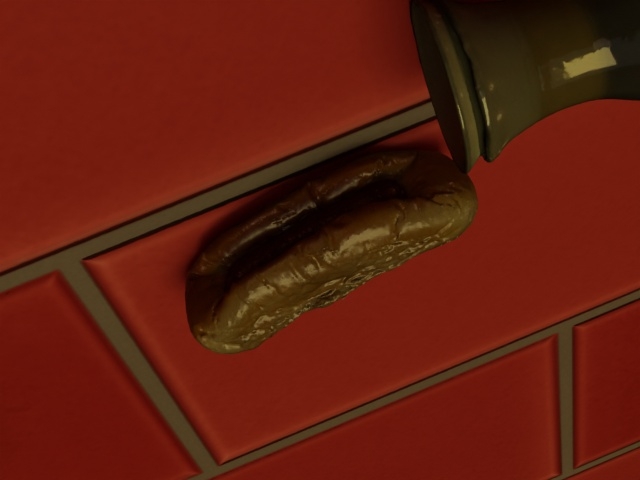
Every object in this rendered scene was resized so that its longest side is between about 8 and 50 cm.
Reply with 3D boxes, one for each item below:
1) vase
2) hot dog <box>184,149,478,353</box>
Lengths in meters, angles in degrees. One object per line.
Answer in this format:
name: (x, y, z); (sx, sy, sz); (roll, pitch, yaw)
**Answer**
vase: (0.226, -0.147, 0.686); (0.321, 0.173, 0.173); (-20, 143, 0)
hot dog: (0.000, 0.000, 0.800); (0.242, 0.084, 0.073); (-27, 144, 6)
